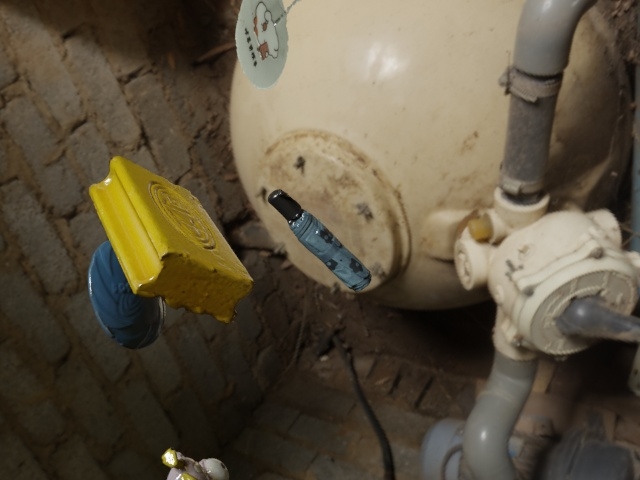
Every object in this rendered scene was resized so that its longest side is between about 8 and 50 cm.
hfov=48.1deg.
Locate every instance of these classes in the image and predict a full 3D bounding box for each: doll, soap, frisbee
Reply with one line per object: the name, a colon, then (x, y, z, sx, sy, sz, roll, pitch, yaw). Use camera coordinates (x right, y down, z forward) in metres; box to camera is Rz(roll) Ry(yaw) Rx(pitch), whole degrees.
doll: (-0.300, 0.615, 1.819, 0.160, 0.094, 0.365, 45, 175, 28)
soap: (-0.257, -0.005, 1.221, 0.204, 0.096, 0.324, 28, -165, -43)
frisbee: (-0.472, 0.131, 1.811, 0.049, 0.289, 0.289, -18, 115, 21)

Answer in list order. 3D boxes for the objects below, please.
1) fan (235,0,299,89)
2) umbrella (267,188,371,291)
fan: (-0.069, -0.387, 1.253, 0.329, 0.009, 0.190, -26, 75, 54)
umbrella: (-0.002, 0.001, 1.305, 0.053, 0.052, 0.250, -43, 108, 13)
